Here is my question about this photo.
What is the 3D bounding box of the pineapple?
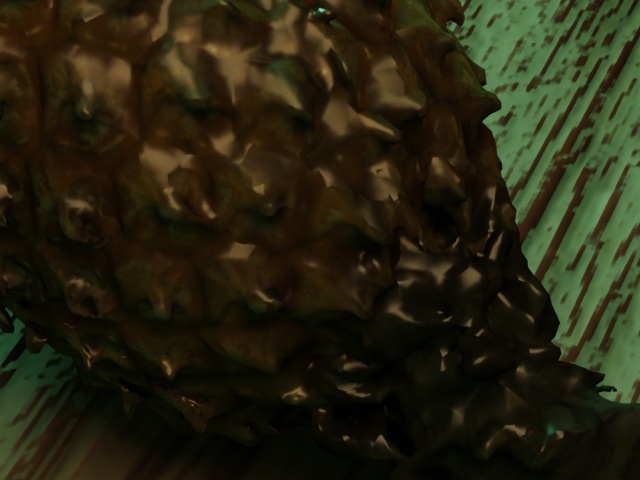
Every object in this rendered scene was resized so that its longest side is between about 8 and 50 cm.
[{"bbox_3d":[0.000,0.000,0.601,0.362,0.202,0.202,43,57,12],"label":"pineapple"}]
